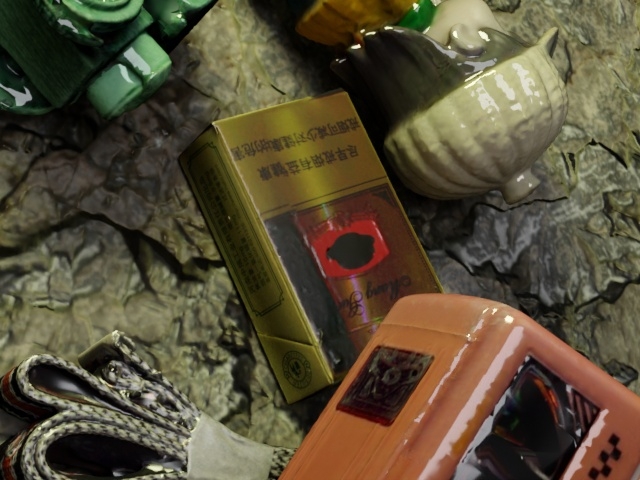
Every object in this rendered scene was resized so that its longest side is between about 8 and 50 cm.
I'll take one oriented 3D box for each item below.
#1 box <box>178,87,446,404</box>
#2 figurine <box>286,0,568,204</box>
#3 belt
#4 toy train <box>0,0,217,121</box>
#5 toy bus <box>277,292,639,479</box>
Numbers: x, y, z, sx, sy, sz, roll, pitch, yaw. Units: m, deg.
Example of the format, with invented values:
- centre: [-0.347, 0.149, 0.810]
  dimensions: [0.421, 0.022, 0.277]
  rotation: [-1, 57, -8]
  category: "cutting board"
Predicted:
- centre: [0.000, 0.000, 1.026]
  dimensions: [0.159, 0.071, 0.240]
  rotation: [-18, 79, -38]
  category: "box"
- centre: [0.071, -0.168, 1.085]
  dimensions: [0.332, 0.185, 0.205]
  rotation: [28, 73, -10]
  category: "figurine"
- centre: [-0.069, 0.174, 0.892]
  dimensions: [0.359, 0.094, 0.126]
  rotation: [22, 64, -21]
  category: "belt"
- centre: [-0.219, -0.239, 0.943]
  dimensions: [0.299, 0.167, 0.238]
  rotation: [47, 43, -8]
  category: "toy train"
- centre: [0.047, 0.254, 0.784]
  dimensions: [0.233, 0.203, 0.427]
  rotation: [39, 76, -17]
  category: "toy bus"
